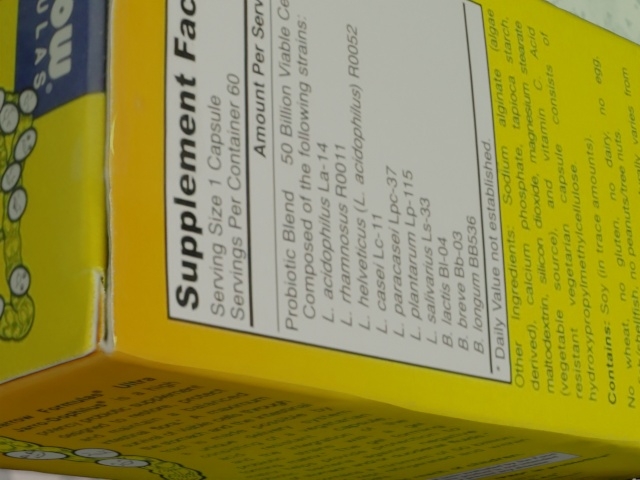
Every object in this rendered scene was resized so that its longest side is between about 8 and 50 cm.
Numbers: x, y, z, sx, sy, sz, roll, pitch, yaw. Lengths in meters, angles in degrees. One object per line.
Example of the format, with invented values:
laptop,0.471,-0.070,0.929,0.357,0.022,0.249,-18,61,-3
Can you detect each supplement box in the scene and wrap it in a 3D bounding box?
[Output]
supplement box,0.000,0.000,0.620,0.356,0.195,0.194,15,65,-40

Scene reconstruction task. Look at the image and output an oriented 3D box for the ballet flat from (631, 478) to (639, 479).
ballet flat,0.027,0.251,0.588,0.409,0.147,0.147,-36,101,-31
